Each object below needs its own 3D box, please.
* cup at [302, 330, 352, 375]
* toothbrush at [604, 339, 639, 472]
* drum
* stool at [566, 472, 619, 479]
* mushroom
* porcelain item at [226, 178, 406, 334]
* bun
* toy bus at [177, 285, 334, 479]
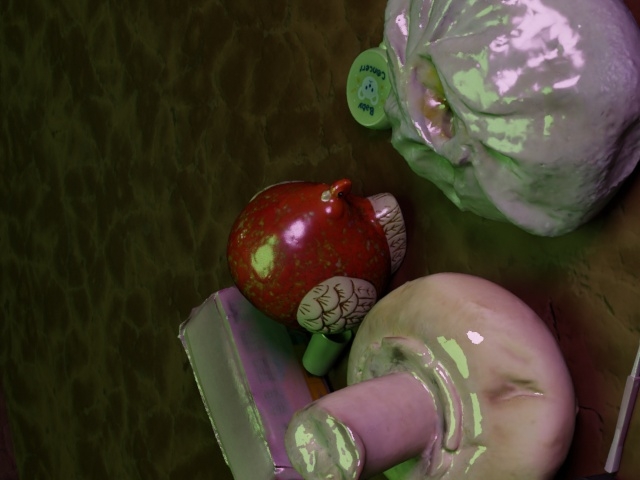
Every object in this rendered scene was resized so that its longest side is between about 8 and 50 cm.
[{"bbox_3d":[0.004,0.155,1.699,0.075,0.054,0.083,58,138,34],"label":"cup"},{"bbox_3d":[0.348,0.172,1.242,0.017,0.014,0.194,33,118,49],"label":"toothbrush"},{"bbox_3d":[0.088,-0.282,1.557,0.130,0.049,0.253,9,99,54],"label":"drum"},{"bbox_3d":[0.298,0.376,1.215,0.232,0.141,0.232,8,99,55],"label":"stool"},{"bbox_3d":[0.117,0.190,1.300,0.314,0.336,0.314,9,103,46],"label":"mushroom"},{"bbox_3d":[0.000,0.000,1.537,0.253,0.253,0.253,5,96,55],"label":"porcelain item"},{"bbox_3d":[0.203,-0.166,1.242,0.354,0.194,0.354,28,129,42],"label":"bun"},{"bbox_3d":[-0.087,0.256,1.742,0.171,0.162,0.386,-52,52,41],"label":"toy bus"}]
